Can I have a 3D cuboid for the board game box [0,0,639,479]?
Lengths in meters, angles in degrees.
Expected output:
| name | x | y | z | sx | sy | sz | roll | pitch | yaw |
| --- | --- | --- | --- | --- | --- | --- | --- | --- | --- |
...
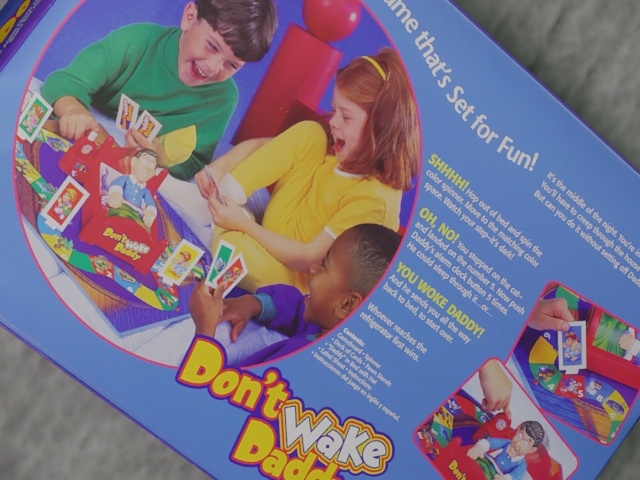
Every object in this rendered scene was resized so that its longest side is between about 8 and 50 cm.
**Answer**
| name | x | y | z | sx | sy | sz | roll | pitch | yaw |
| --- | --- | --- | --- | --- | --- | --- | --- | --- | --- |
| board game box | 0.000 | 0.000 | 0.859 | 0.347 | 0.078 | 0.233 | 40 | 83 | -22 |
